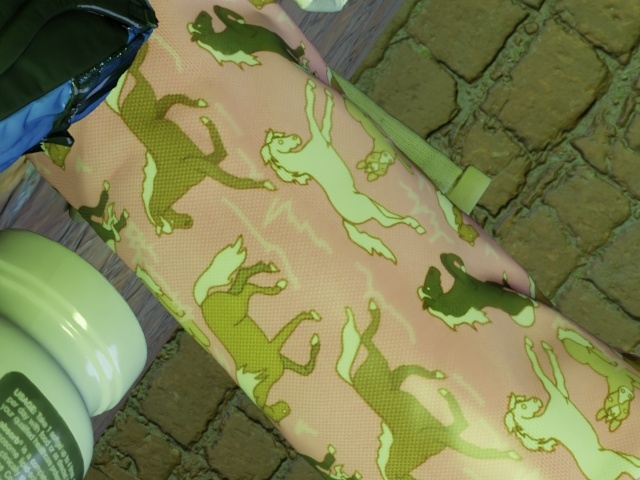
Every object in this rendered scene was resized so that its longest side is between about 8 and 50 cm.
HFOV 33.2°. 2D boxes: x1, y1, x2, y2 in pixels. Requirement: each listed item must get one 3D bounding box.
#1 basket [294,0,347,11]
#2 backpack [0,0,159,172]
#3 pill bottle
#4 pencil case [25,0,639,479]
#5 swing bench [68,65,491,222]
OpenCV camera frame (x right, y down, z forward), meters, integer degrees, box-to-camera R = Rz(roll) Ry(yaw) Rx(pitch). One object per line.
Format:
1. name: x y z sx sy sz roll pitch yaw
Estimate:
1. basket: -0.006 -0.212 0.647 0.113 0.103 0.167 -52 -179 13
2. backpack: -0.130 -0.059 0.370 0.101 0.098 0.120 -49 -177 38
3. pill bottle: -0.230 0.129 0.604 0.278 0.162 0.162 -52 179 -38
4. pencil case: 0.000 0.000 0.556 0.160 0.386 0.167 -45 178 4
5. swing bench: -0.050 -0.031 0.798 0.165 0.253 0.254 -53 179 -15
